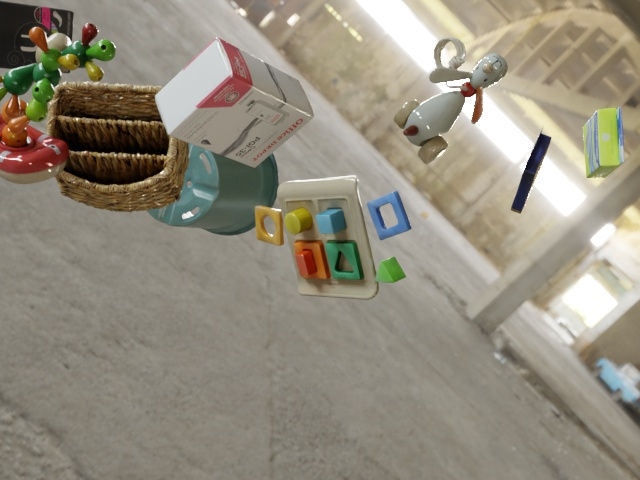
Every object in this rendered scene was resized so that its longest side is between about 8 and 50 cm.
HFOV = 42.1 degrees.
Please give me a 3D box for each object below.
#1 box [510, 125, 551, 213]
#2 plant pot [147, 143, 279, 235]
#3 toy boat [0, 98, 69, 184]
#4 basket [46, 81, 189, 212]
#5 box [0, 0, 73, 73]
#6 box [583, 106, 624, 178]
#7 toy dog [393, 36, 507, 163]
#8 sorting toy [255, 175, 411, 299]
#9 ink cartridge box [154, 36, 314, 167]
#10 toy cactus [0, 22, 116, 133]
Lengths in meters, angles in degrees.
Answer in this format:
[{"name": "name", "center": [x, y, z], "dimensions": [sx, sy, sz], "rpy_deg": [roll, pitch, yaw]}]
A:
[{"name": "box", "center": [0.562, -0.186, 2.206], "dimensions": [0.036, 0.136, 0.225], "rpy_deg": [22, -28, 15]}, {"name": "plant pot", "center": [-0.333, -0.174, 2.357], "dimensions": [0.341, 0.341, 0.334], "rpy_deg": [46, 15, 10]}, {"name": "toy boat", "center": [-0.630, -0.221, 1.718], "dimensions": [0.231, 0.151, 0.151], "rpy_deg": [27, 35, 13]}, {"name": "basket", "center": [-0.464, -0.207, 1.876], "dimensions": [0.223, 0.299, 0.214], "rpy_deg": [91, 5, -55]}, {"name": "box", "center": [-0.782, -0.517, 2.097], "dimensions": [0.270, 0.165, 0.143], "rpy_deg": [-6, 17, -45]}, {"name": "box", "center": [0.537, -0.183, 1.581], "dimensions": [0.178, 0.042, 0.109], "rpy_deg": [27, 60, -81]}, {"name": "toy dog", "center": [0.316, -0.351, 2.126], "dimensions": [0.220, 0.334, 0.161], "rpy_deg": [32, 20, 16]}, {"name": "sorting toy", "center": [0.000, 0.000, 1.340], "dimensions": [0.047, 0.347, 0.196], "rpy_deg": [-20, 103, -43]}, {"name": "ink cartridge box", "center": [-0.180, -0.292, 1.809], "dimensions": [0.283, 0.207, 0.117], "rpy_deg": [17, 43, -52]}, {"name": "toy cactus", "center": [-0.386, -0.245, 1.153], "dimensions": [0.112, 0.218, 0.181], "rpy_deg": [50, 17, -32]}]
